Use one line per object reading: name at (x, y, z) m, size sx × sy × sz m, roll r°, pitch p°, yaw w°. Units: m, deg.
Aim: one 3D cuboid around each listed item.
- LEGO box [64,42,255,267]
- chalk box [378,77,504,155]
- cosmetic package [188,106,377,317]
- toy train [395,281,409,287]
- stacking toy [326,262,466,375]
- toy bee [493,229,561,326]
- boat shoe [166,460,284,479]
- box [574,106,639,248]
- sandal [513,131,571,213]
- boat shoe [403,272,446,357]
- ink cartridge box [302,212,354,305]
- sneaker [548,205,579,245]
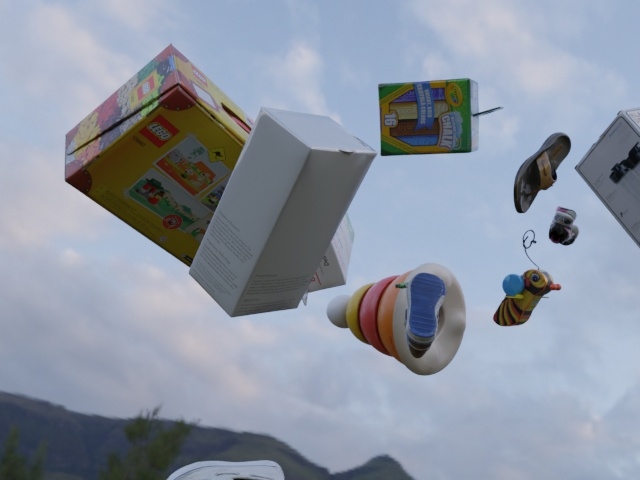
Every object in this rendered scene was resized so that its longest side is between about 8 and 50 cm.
LEGO box at (-0.327, -0.178, 1.954) m, size 0.372 × 0.193 × 0.500 m, roll -35°, pitch -48°, yaw 15°
chalk box at (0.303, -0.303, 1.916) m, size 0.289 × 0.179 × 0.180 m, roll 1°, pitch 8°, yaw 19°
cosmetic package at (-0.073, -0.048, 1.446) m, size 0.197 × 0.155 × 0.365 m, roll -1°, pitch -56°, yaw -50°
toy train at (0.232, 0.126, 2.165) m, size 0.023 × 0.017 × 0.083 m, roll -1°, pitch -5°, yaw -16°
stacking toy at (0.200, 0.236, 2.534) m, size 0.480 × 0.351 × 0.350 m, roll 3°, pitch -28°, yaw 44°
toy bee at (0.635, 0.146, 2.346) m, size 0.162 × 0.195 × 0.298 m, roll 31°, pitch -49°, yaw 44°
boat shoe at (-0.202, 0.523, 1.645) m, size 0.258 × 0.095 × 0.084 m, roll -8°, pitch 15°, yaw -10°
box at (0.628, -0.091, 1.441) m, size 0.087 × 0.290 × 0.169 m, roll -15°, pitch -31°, yaw -29°
sandal at (0.486, -0.147, 1.664) m, size 0.060 × 0.219 × 0.090 m, roll 19°, pitch -33°, yaw 49°
boat shoe at (0.169, 0.124, 1.311) m, size 0.066 × 0.183 × 0.066 m, roll 15°, pitch -55°, yaw 8°
ink cartridge box at (0.000, 0.000, 2.164) m, size 0.119 × 0.353 × 0.207 m, roll -13°, pitch -62°, yaw 16°
sneaker at (0.625, -0.022, 2.026) m, size 0.072 × 0.077 × 0.178 m, roll 25°, pitch -12°, yaw 31°
